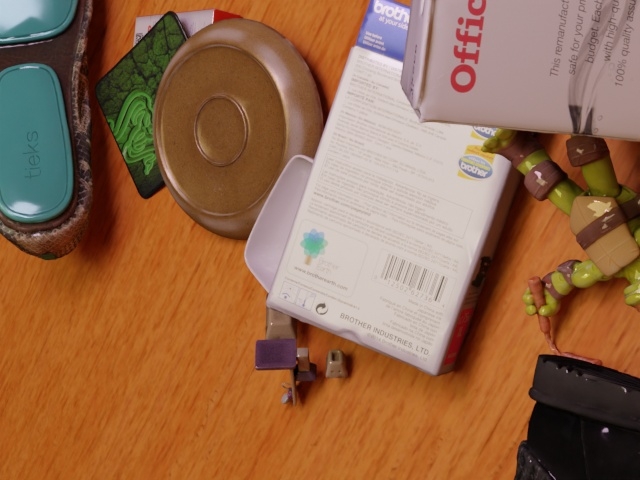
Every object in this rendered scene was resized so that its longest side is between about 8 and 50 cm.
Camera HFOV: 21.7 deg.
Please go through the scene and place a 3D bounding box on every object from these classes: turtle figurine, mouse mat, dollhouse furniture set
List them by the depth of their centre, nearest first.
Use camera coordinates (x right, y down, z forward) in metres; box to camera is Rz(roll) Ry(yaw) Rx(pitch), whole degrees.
[{"bbox_3d":[0.242,-0.026,1.390,0.217,0.087,0.269,59,145,7],"label":"turtle figurine"},{"bbox_3d":[-0.018,0.109,1.704,0.081,0.091,0.114,85,-177,-47],"label":"dollhouse furniture set"},{"bbox_3d":[-0.184,-0.150,1.881,0.189,0.007,0.153,-37,74,46],"label":"mouse mat"}]

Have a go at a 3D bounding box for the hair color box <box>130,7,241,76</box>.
[{"bbox_3d":[-0.152,-0.218,1.878,0.141,0.043,0.072,3,87,46],"label":"hair color box"}]

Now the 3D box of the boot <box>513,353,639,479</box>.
[{"bbox_3d":[0.269,0.254,1.290,0.348,0.131,0.260,19,95,50],"label":"boot"}]

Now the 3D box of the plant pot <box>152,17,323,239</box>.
[{"bbox_3d":[-0.098,-0.117,1.772,0.236,0.032,0.236,5,98,38],"label":"plant pot"}]

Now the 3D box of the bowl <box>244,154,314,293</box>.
[{"bbox_3d":[0.000,0.000,1.673,0.142,0.053,0.142,44,114,42],"label":"bowl"}]

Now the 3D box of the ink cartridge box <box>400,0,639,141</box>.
[{"bbox_3d":[0.227,-0.194,1.254,0.129,0.307,0.223,-105,21,-74],"label":"ink cartridge box"}]

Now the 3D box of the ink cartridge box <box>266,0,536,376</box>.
[{"bbox_3d":[0.084,-0.052,1.545,0.185,0.065,0.311,22,102,21],"label":"ink cartridge box"}]

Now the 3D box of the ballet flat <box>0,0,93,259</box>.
[{"bbox_3d":[-0.344,-0.204,1.997,0.182,0.164,0.483,95,169,-74],"label":"ballet flat"}]
